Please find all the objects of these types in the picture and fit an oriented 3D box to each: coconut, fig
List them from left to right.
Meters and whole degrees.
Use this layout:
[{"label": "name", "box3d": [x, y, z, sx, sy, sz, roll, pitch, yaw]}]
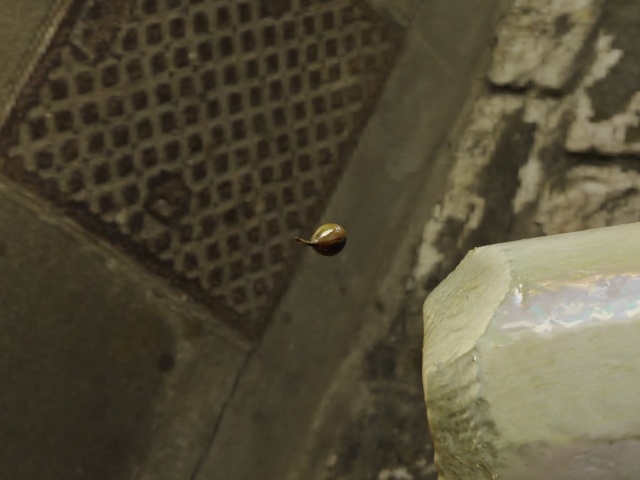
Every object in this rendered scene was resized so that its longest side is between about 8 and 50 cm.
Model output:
[{"label": "fig", "box3d": [0.000, 0.000, 1.811, 0.083, 0.050, 0.050, -4, 100, -41]}, {"label": "coconut", "box3d": [0.196, 0.105, 0.838, 0.239, 0.244, 0.239, -8, 90, -81]}]
